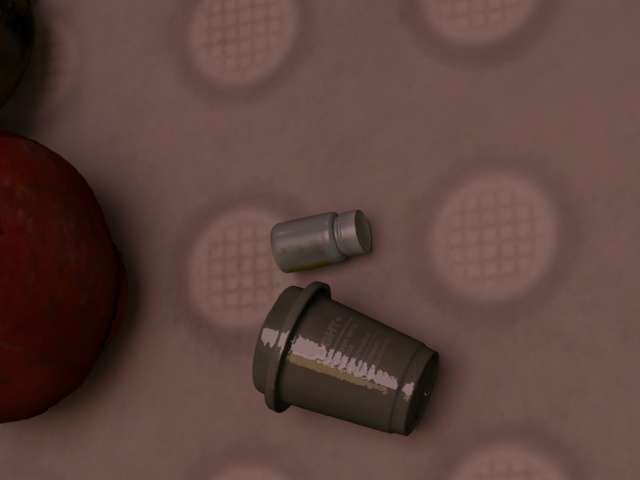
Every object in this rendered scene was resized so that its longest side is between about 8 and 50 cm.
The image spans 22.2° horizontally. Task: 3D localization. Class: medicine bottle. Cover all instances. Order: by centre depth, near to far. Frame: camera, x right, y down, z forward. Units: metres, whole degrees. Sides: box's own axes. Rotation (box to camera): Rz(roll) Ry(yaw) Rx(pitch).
[{"bbox_3d":[0.000,0.000,1.464,0.083,0.047,0.047,-11,72,20],"label":"medicine bottle"}]

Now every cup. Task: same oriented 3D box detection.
[{"bbox_3d":[0.025,0.105,1.393,0.141,0.120,0.120,17,83,16],"label":"cup"}]

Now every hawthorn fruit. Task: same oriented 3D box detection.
[{"bbox_3d":[-0.323,0.010,1.464,0.276,0.307,0.276,-6,62,11],"label":"hawthorn fruit"}]

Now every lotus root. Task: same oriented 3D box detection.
[{"bbox_3d":[-0.353,-0.201,1.603,0.154,0.154,0.278,-4,36,22],"label":"lotus root"}]
